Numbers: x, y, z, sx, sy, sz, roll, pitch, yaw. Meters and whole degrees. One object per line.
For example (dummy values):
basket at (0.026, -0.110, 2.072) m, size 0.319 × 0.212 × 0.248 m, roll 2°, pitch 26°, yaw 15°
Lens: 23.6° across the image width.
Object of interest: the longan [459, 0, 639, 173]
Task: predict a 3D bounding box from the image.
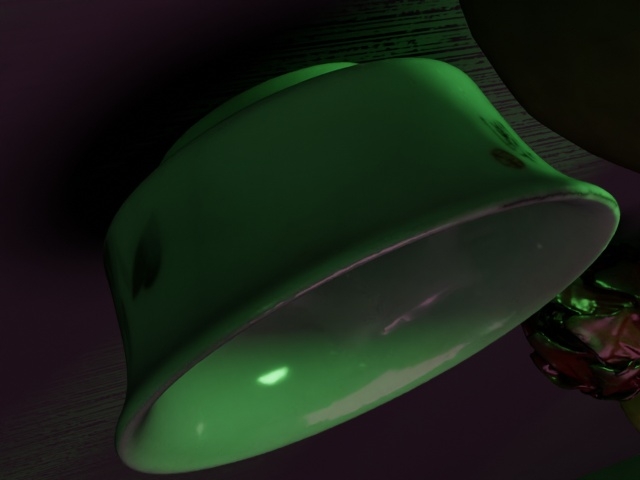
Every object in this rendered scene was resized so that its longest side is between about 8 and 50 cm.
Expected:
longan at (0.207, -0.151, 0.714) m, size 0.297 × 0.297 × 0.297 m, roll -24°, pitch 161°, yaw -9°

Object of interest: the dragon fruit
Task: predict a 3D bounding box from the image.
dragon fruit at (0.299, 0.083, 1.611) m, size 0.182 × 0.189 × 0.182 m, roll -58°, pitch 177°, yaw -5°

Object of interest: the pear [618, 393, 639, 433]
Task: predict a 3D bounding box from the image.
pear at (0.512, 0.136, 1.772) m, size 0.348 × 0.348 × 0.348 m, roll -24°, pitch 161°, yaw -9°

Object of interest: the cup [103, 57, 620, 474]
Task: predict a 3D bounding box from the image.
cup at (0.000, 0.000, 0.984) m, size 0.347 × 0.163 × 0.347 m, roll -25°, pitch 161°, yaw -9°
